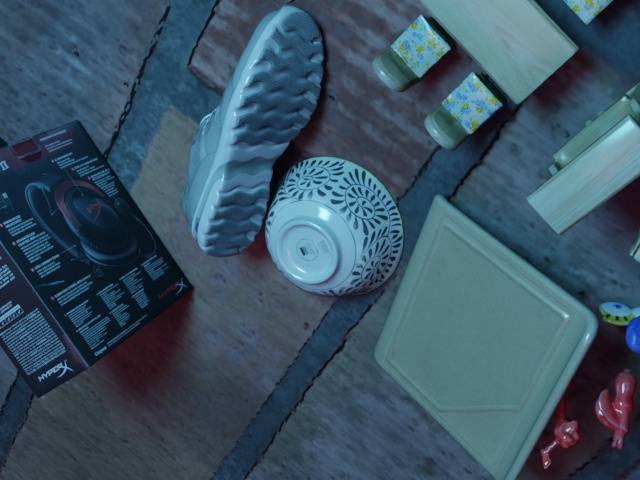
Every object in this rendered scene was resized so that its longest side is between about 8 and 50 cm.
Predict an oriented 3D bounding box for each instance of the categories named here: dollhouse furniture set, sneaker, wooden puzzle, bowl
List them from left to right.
[{"bbox_3d":[-0.094,-0.126,0.931,0.115,0.105,0.281,41,113,39],"label":"sneaker"},{"bbox_3d":[0.000,0.000,0.954,0.170,0.080,0.170,10,116,22],"label":"bowl"},{"bbox_3d":[0.162,0.102,0.889,0.239,0.044,0.221,46,129,40],"label":"wooden puzzle"},{"bbox_3d":[0.183,-0.150,0.753,0.242,0.161,0.212,47,123,1],"label":"dollhouse furniture set"}]

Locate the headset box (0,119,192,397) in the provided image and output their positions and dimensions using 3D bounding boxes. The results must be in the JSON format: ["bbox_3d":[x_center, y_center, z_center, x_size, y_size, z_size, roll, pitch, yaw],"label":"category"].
[{"bbox_3d":[-0.322,0.001,1.029,0.110,0.218,0.293,-30,97,32],"label":"headset box"}]

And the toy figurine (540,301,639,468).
[{"bbox_3d":[0.373,0.143,0.711,0.362,0.191,0.217,19,161,18],"label":"toy figurine"}]

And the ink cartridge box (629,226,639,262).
[{"bbox_3d":[0.363,-0.014,0.680,0.193,0.234,0.088,30,120,11],"label":"ink cartridge box"}]

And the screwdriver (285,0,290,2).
[{"bbox_3d":[0.027,-0.283,0.863,0.169,0.025,0.024,-24,100,40],"label":"screwdriver"}]
